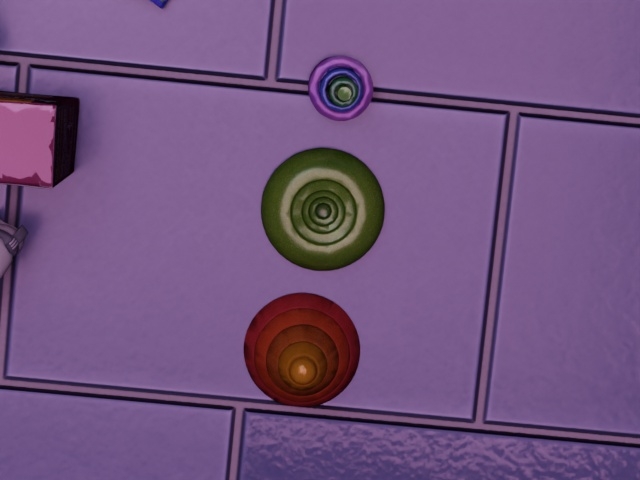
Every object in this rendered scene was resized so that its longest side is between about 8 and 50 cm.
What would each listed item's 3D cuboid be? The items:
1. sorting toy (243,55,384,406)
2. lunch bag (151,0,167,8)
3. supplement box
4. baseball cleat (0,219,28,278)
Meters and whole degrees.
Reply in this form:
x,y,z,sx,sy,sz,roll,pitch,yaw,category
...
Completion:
x,y,z,sx,sy,sz,roll,pitch,yaw,category
0.000,0.000,1.829,0.127,0.126,0.365,8,98,-2,sorting toy
-0.181,-0.317,1.803,0.151,0.096,0.129,31,97,-28,lunch bag
-0.296,-0.100,1.776,0.104,0.188,0.080,5,97,-2,supplement box
-0.379,0.031,1.853,0.206,0.109,0.072,-13,111,29,baseball cleat
